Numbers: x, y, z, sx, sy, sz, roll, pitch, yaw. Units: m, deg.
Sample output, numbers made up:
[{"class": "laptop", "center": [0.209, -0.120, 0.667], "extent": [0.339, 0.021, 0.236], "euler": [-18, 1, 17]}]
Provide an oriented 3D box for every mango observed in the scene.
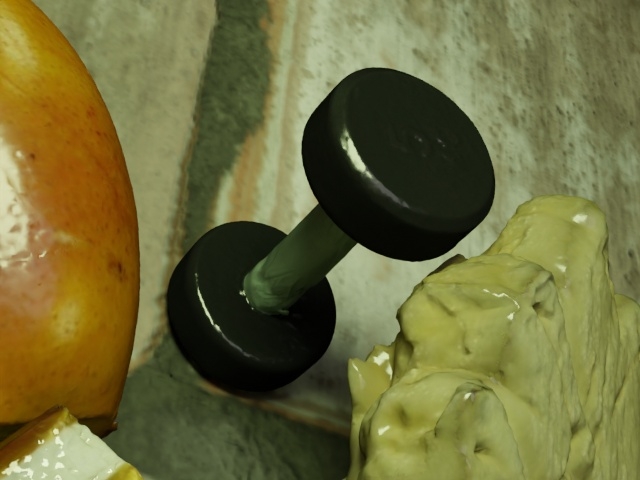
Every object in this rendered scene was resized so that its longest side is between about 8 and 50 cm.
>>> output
[{"class": "mango", "center": [-0.167, -0.024, 0.598], "extent": [0.138, 0.187, 0.257], "euler": [4, 69, -37]}]

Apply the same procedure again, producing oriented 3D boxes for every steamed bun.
[{"class": "steamed bun", "center": [0.088, 0.125, 0.704], "extent": [0.292, 0.137, 0.295], "euler": [9, 77, -58]}]

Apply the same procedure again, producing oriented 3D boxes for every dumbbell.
[{"class": "dumbbell", "center": [0.000, 0.000, 0.715], "extent": [0.100, 0.191, 0.100], "euler": [19, 50, -24]}]

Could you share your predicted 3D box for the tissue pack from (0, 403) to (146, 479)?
[{"class": "tissue pack", "center": [-0.168, 0.177, 0.468], "extent": [0.092, 0.183, 0.226], "euler": [41, 44, 7]}]
